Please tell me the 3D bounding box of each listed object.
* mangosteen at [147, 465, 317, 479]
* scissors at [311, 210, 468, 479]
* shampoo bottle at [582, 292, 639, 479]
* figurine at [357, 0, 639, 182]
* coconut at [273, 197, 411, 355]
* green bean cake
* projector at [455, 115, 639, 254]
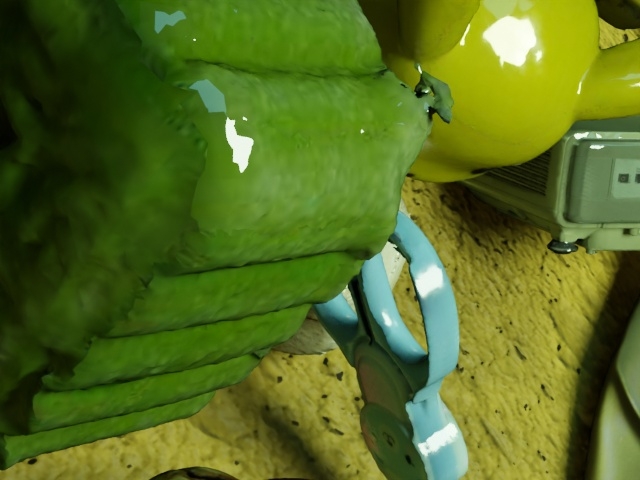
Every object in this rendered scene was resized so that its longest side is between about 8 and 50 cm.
[{"bbox_3d":[-0.040,0.173,0.495,0.199,0.200,0.200,22,46,-25],"label":"mangosteen"},{"bbox_3d":[0.045,0.094,0.611,0.030,0.125,0.256,-27,114,-22],"label":"scissors"},{"bbox_3d":[0.234,0.125,0.798,0.125,0.084,0.350,21,41,13],"label":"shampoo bottle"},{"bbox_3d":[0.074,-0.129,0.742,0.218,0.169,0.327,15,17,-27],"label":"figurine"},{"bbox_3d":[0.000,0.000,0.701,0.110,0.110,0.124,40,48,-6],"label":"coconut"},{"bbox_3d":[-0.106,-0.057,0.552,0.156,0.247,0.250,-6,62,-43],"label":"green bean cake"},{"bbox_3d":[0.231,-0.053,0.884,0.269,0.088,0.193,-2,15,-24],"label":"projector"}]
